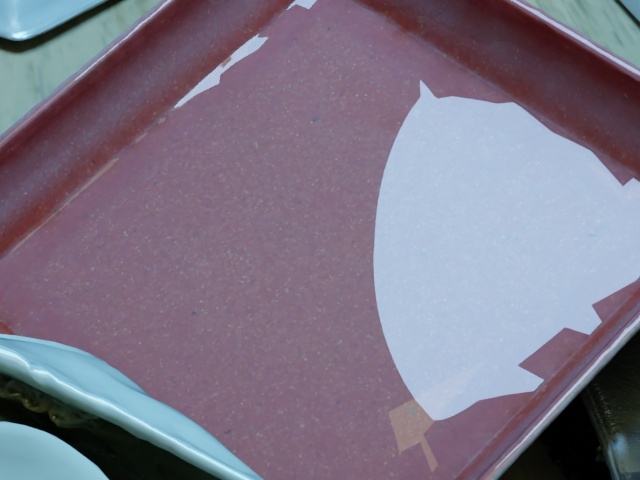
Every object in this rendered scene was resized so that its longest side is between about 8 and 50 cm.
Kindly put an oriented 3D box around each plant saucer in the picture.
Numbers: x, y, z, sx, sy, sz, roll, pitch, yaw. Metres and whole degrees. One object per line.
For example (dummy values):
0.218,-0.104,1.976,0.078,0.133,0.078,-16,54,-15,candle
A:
0.000,0.000,0.657,0.258,0.048,0.259,36,69,29,plant saucer

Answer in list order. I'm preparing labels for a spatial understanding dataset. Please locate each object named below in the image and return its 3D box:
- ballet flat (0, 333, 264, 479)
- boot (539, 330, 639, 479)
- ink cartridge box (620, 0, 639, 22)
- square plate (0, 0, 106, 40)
0.004,0.139,0.463,0.400,0.139,0.139,29,42,25,ballet flat
0.178,0.017,0.713,0.229,0.091,0.263,-6,33,-8,boot
0.277,-0.173,0.944,0.198,0.115,0.273,-7,41,-20,ink cartridge box
-0.191,-0.263,1.003,0.347,0.049,0.344,29,41,22,square plate
